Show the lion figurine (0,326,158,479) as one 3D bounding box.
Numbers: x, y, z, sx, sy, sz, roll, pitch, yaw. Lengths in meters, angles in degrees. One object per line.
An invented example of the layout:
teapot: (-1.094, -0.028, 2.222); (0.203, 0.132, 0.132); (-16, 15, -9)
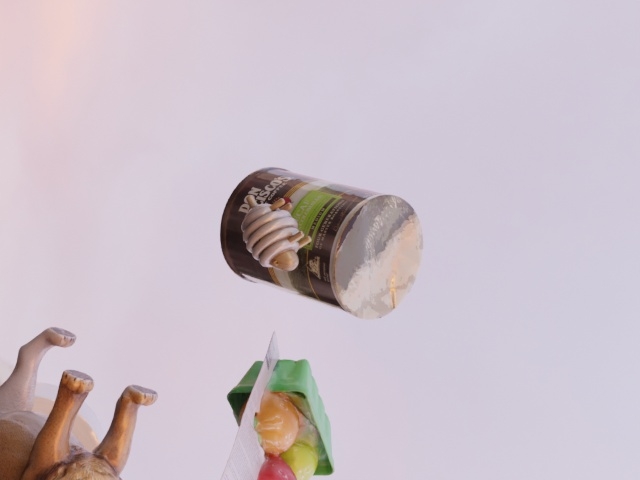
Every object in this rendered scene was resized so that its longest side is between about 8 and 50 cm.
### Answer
lion figurine: (-0.304, 0.220, 1.253); (0.392, 0.142, 0.240); (27, -83, 51)

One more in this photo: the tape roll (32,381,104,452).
tape roll: (-0.560, 0.421, 2.368); (0.100, 0.286, 0.286); (-123, -139, -77)

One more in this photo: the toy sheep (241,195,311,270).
toy sheep: (-0.071, -0.012, 1.790); (0.132, 0.091, 0.091); (61, -40, 22)

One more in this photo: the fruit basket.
fruit basket: (-0.097, 0.394, 2.180); (0.353, 0.165, 0.327); (-66, 148, -43)

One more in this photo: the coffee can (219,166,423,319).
coffee can: (0.000, 0.000, 1.992); (0.275, 0.201, 0.201); (16, -78, 44)
